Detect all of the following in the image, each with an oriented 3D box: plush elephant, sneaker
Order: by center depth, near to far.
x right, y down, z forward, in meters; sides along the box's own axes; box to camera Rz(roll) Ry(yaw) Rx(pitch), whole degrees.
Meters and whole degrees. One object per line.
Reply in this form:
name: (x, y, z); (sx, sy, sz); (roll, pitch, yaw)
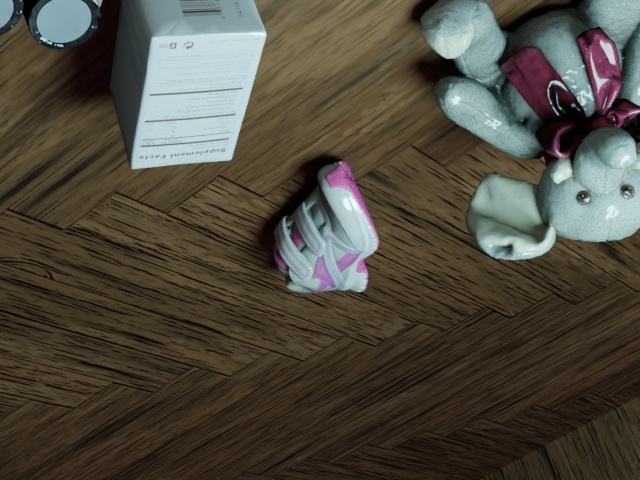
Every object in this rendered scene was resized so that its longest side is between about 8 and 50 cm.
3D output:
plush elephant: (0.271, -0.113, 1.255); (0.271, 0.255, 0.330); (-18, 151, -3)
sneaker: (0.000, 0.000, 1.441); (0.111, 0.103, 0.252); (-15, 150, -11)

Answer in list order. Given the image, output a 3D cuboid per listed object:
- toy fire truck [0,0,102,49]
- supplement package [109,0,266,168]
toy fire truck: (-0.231, -0.264, 0.841); (0.217, 0.158, 0.246); (2, 132, -32)
supplement package: (-0.126, -0.163, 1.092); (0.105, 0.105, 0.179); (-7, 149, -21)
